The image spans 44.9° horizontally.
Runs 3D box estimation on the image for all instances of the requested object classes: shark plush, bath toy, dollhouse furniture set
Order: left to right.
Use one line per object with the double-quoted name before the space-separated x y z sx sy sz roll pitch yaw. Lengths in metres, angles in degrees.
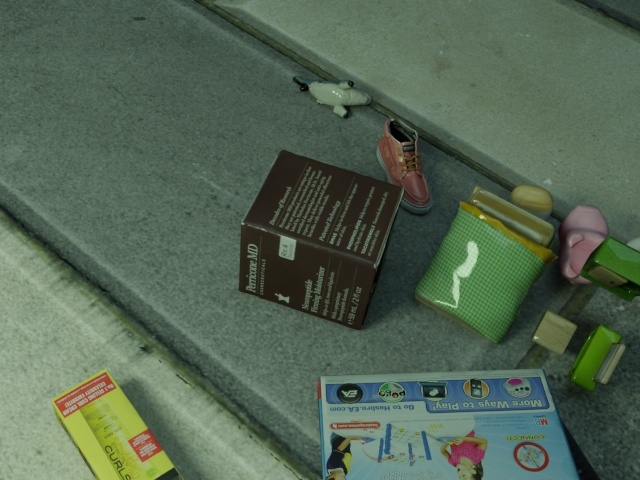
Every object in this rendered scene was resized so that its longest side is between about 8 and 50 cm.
"shark plush" 0.018 -0.285 1.511 0.161 0.073 0.067 10 26 27
"dollhouse furniture set" 0.304 0.063 1.117 0.301 0.151 0.198 29 88 12
"bath toy" 0.407 0.003 1.264 0.348 0.129 0.152 14 94 6

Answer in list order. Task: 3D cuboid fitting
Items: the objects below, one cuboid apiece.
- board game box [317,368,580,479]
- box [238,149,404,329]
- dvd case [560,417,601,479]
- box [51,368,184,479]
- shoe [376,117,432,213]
"board game box" 0.154 0.302 0.942 0.308 0.086 0.302 -1 41 -1
"box" 0.000 0.000 1.171 0.203 0.169 0.167 17 51 7
"dvd case" 0.279 0.303 1.055 0.164 0.018 0.221 -15 54 -18
"box" -0.245 0.276 0.976 0.087 0.058 0.232 -28 59 -27
"shoe" 0.150 -0.134 1.362 0.063 0.081 0.178 -11 53 -17
